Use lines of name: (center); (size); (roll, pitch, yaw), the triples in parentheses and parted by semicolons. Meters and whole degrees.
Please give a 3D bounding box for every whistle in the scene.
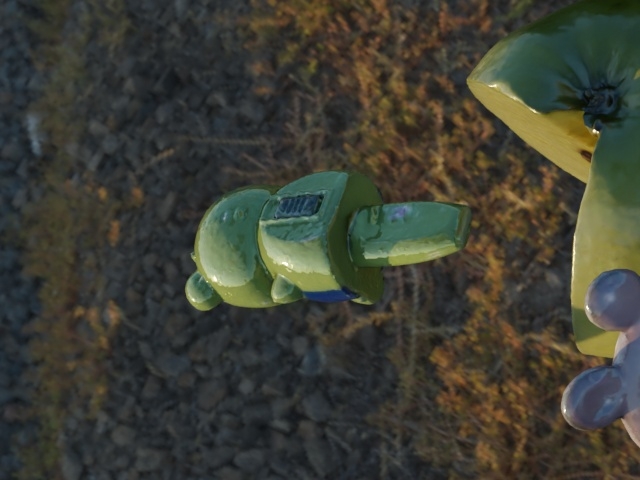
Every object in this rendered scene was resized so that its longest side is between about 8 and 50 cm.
whistle: (0.000, 0.000, 0.794); (0.227, 0.085, 0.105); (-5, 49, 32)

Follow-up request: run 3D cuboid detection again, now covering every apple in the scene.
apple: (0.274, -0.068, 0.947); (0.233, 0.258, 0.295); (-22, 61, 10)

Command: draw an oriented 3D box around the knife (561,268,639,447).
knife: (0.207, -0.086, 0.494); (0.038, 0.132, 0.399); (-138, 61, -68)
